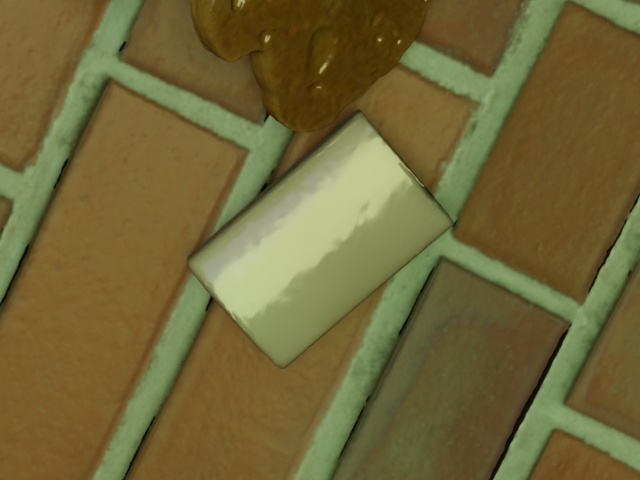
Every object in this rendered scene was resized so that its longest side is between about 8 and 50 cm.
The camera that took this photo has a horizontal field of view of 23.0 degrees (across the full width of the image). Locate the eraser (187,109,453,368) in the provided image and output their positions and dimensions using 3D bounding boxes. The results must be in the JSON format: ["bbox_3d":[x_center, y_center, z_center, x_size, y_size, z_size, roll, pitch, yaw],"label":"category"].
[{"bbox_3d":[0.000,0.000,1.831,0.270,0.095,0.174,-41,98,3],"label":"eraser"}]

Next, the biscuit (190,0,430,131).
[{"bbox_3d":[0.005,-0.298,1.732,0.312,0.057,0.351,20,102,-41],"label":"biscuit"}]
